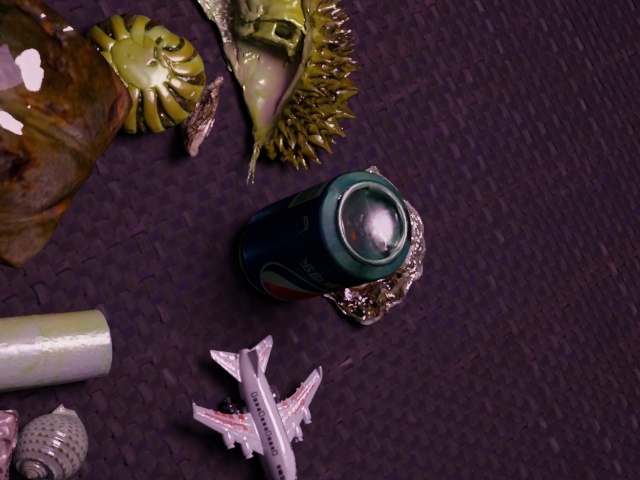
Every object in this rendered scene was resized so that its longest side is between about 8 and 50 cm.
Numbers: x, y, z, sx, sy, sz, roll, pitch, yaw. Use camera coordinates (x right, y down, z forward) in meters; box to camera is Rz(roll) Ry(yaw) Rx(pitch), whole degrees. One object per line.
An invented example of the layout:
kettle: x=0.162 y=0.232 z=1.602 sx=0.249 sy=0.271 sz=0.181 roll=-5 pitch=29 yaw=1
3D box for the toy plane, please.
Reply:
toy plane: x=-0.061 y=0.192 z=1.208 sx=0.162 sy=0.065 sz=0.171 roll=-12 pitch=86 yaw=-33

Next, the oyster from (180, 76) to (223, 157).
oyster: x=-0.137 y=-0.138 z=1.244 sx=0.038 sy=0.081 sz=0.083 roll=24 pitch=27 yaw=-2

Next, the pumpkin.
pumpkin: x=-0.347 y=-0.121 z=1.000 sx=0.256 sy=0.303 sz=0.225 roll=42 pitch=64 yaw=-47

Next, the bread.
bread: x=-0.194 y=-0.181 z=1.209 sx=0.130 sy=0.071 sz=0.139 roll=-40 pitch=92 yaw=-17

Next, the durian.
durian: x=-0.052 y=-0.254 z=1.321 sx=0.169 sy=0.157 sz=0.355 roll=-18 pitch=86 yaw=3

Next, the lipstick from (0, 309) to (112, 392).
lipstick: x=-0.348 y=0.112 z=1.052 sx=0.304 sy=0.076 sz=0.076 roll=-5 pitch=80 yaw=-31

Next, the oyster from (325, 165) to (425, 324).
oyster: x=0.062 y=0.007 z=1.334 sx=0.125 sy=0.064 sz=0.177 roll=30 pitch=74 yaw=-5

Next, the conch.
conch: x=-0.256 y=0.201 z=1.098 sx=0.076 sy=0.056 sz=0.085 roll=51 pitch=58 yaw=-25

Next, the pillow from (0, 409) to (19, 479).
pillow: x=-0.393 y=0.208 z=0.987 sx=0.248 sy=0.049 sz=0.135 roll=9 pitch=108 yaw=-30

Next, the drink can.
drink can: x=0.000 y=0.000 z=1.209 sx=0.118 sy=0.205 sz=0.118 roll=7 pitch=77 yaw=-30
